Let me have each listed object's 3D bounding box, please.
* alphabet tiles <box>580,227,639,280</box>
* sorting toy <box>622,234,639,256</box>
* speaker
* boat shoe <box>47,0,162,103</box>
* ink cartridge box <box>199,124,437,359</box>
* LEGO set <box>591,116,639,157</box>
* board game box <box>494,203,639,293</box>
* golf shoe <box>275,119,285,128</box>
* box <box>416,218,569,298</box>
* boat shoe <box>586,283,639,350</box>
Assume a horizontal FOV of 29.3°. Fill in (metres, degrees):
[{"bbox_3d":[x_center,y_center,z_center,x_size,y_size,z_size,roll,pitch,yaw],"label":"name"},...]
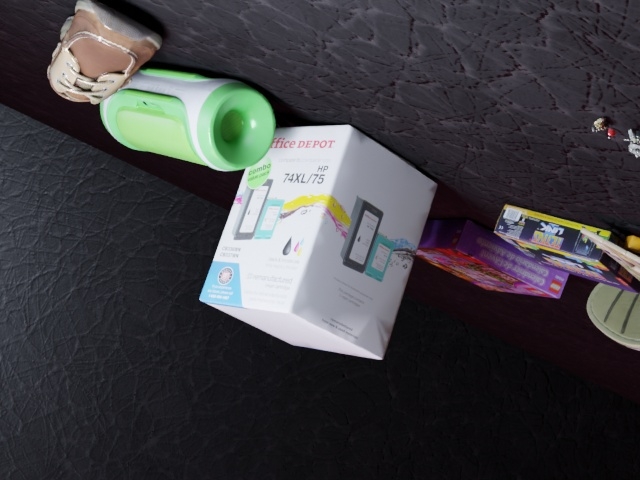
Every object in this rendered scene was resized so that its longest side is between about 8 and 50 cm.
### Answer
[{"bbox_3d":[0.451,0.071,1.506,0.198,0.009,0.237,34,-178,-39],"label":"alphabet tiles"},{"bbox_3d":[0.522,0.051,1.439,0.307,0.041,0.229,23,179,1],"label":"sorting toy"},{"bbox_3d":[-0.193,-0.175,1.725,0.131,0.131,0.296,28,173,-40],"label":"speaker"},{"bbox_3d":[-0.291,-0.234,1.604,0.123,0.116,0.324,25,174,-15],"label":"boat shoe"},{"bbox_3d":[0.000,0.000,1.713,0.198,0.270,0.197,3,160,47],"label":"ink cartridge box"},{"bbox_3d":[0.289,-0.087,1.133,0.083,0.023,0.054,21,174,19],"label":"LEGO set"},{"bbox_3d":[0.346,0.012,1.683,0.170,0.048,0.141,18,171,42],"label":"board game box"},{"bbox_3d":[-0.072,-0.147,1.810,0.176,0.069,0.086,25,168,-30],"label":"golf shoe"},{"bbox_3d":[0.269,0.029,2.085,0.201,0.057,0.293,24,174,-14],"label":"box"},{"bbox_3d":[0.518,0.128,1.738,0.103,0.113,0.302,35,167,-38],"label":"boat shoe"}]
